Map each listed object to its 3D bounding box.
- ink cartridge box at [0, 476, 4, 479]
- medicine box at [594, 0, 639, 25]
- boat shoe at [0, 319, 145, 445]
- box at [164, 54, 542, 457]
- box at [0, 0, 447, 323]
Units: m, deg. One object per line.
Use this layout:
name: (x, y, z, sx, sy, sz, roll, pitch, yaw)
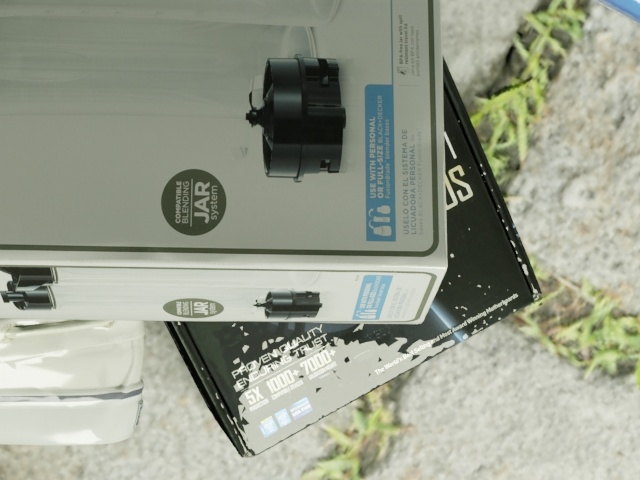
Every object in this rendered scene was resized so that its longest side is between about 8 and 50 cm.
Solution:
ink cartridge box: (-0.164, 0.227, 0.840, 0.134, 0.078, 0.231, -36, 121, -5)
medicine box: (0.206, -0.250, 0.762, 0.263, 0.149, 0.289, 25, 122, -20)
boat shoe: (-0.211, 0.047, 0.791, 0.267, 0.096, 0.088, 5, 97, -19)
box: (0.000, 0.000, 0.850, 0.180, 0.077, 0.147, -27, 107, -9)
box: (-0.092, -0.053, 0.738, 0.289, 0.087, 0.169, 2, 72, -3)
